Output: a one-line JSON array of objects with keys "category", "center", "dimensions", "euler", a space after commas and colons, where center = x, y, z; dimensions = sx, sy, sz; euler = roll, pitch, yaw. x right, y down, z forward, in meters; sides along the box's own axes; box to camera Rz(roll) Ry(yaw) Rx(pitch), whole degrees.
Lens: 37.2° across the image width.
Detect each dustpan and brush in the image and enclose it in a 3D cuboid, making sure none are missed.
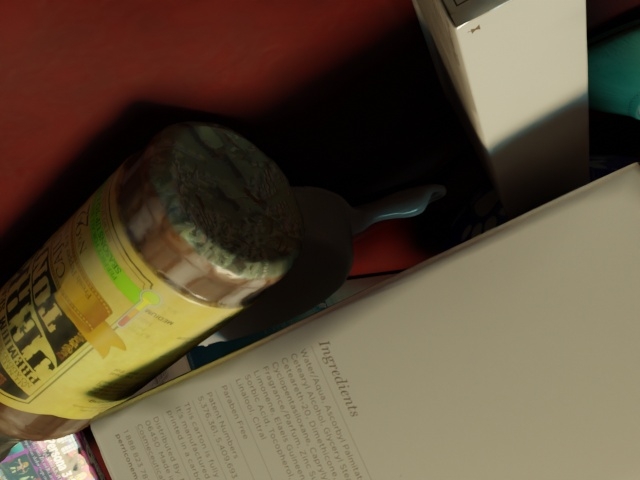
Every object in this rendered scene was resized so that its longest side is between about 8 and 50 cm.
[{"category": "dustpan and brush", "center": [0.000, 0.000, 0.703], "dimensions": [0.211, 0.060, 0.147], "euler": [-11, 144, -8]}]

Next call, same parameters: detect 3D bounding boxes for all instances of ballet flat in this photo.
[{"category": "ballet flat", "center": [0.276, -0.116, 0.621], "dimensions": [0.247, 0.087, 0.083], "euler": [-18, 159, -6]}]

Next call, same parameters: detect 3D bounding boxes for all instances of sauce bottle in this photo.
[{"category": "sauce bottle", "center": [-0.157, 0.061, 0.609], "dimensions": [0.111, 0.111, 0.344], "euler": [5, 145, -48]}]

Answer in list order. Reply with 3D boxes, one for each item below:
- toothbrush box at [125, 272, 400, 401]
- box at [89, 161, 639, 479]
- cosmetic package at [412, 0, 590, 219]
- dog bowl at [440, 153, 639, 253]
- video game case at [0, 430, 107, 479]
[{"category": "toothbrush box", "center": [-0.026, 0.141, 0.897], "dimensions": [0.295, 0.126, 0.216], "euler": [-6, 153, -33]}, {"category": "box", "center": [0.076, 0.100, 0.584], "dimensions": [0.345, 0.168, 0.215], "euler": [-27, 174, 22]}, {"category": "cosmetic package", "center": [0.091, -0.098, 0.481], "dimensions": [0.060, 0.099, 0.239], "euler": [-24, 159, 8]}, {"category": "dog bowl", "center": [0.223, 0.057, 0.783], "dimensions": [0.264, 0.104, 0.265], "euler": [10, 140, 8]}, {"category": "video game case", "center": [-0.286, 0.230, 0.796], "dimensions": [0.210, 0.042, 0.232], "euler": [-21, 119, -7]}]
